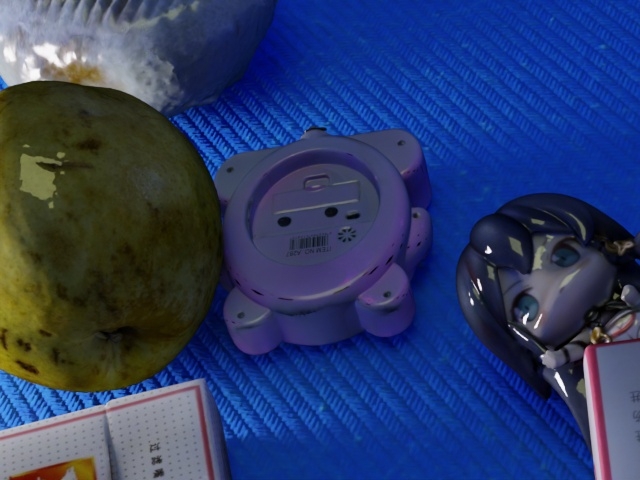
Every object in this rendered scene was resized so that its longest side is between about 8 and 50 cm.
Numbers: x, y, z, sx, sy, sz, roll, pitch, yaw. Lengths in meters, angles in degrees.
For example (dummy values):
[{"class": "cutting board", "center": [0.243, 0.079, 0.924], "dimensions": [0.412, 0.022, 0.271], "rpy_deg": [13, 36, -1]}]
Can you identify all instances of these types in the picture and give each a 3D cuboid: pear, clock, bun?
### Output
[{"class": "pear", "center": [-0.235, 0.003, 1.883], "dimensions": [0.304, 0.304, 0.304], "rpy_deg": [-9, 44, 9]}, {"class": "clock", "center": [0.000, 0.000, 1.947], "dimensions": [0.227, 0.090, 0.248], "rpy_deg": [-9, 46, 10]}, {"class": "bun", "center": [-0.208, -0.260, 2.185], "dimensions": [0.362, 0.211, 0.362], "rpy_deg": [-10, 41, 9]}]

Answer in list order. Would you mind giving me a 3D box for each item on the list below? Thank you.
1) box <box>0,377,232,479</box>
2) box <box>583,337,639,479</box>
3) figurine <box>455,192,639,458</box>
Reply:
[{"class": "box", "center": [-0.239, 0.264, 1.752], "dimensions": [0.330, 0.095, 0.210], "rpy_deg": [-14, 44, 1]}, {"class": "box", "center": [0.367, 0.256, 1.415], "dimensions": [0.314, 0.300, 0.312], "rpy_deg": [-9, 43, 9]}, {"class": "figurine", "center": [0.242, 0.071, 1.725], "dimensions": [0.175, 0.197, 0.265], "rpy_deg": [-32, 65, -16]}]
